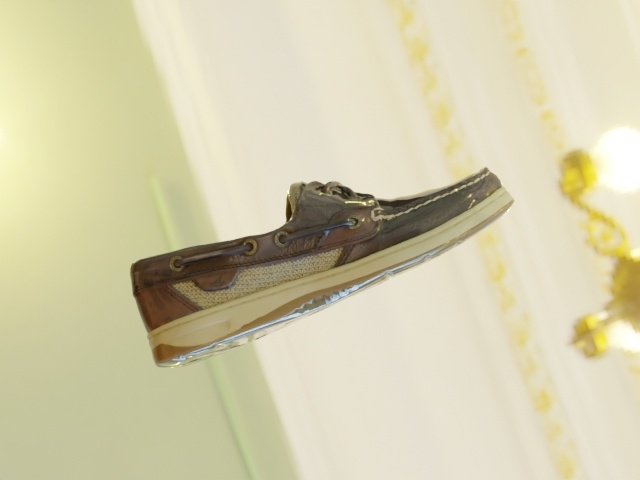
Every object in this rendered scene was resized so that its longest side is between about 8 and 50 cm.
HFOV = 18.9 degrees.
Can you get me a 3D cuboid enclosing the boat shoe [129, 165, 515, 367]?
[{"bbox_3d":[0.000,0.000,0.735,0.056,0.152,0.049,141,-75,-78],"label":"boat shoe"}]
